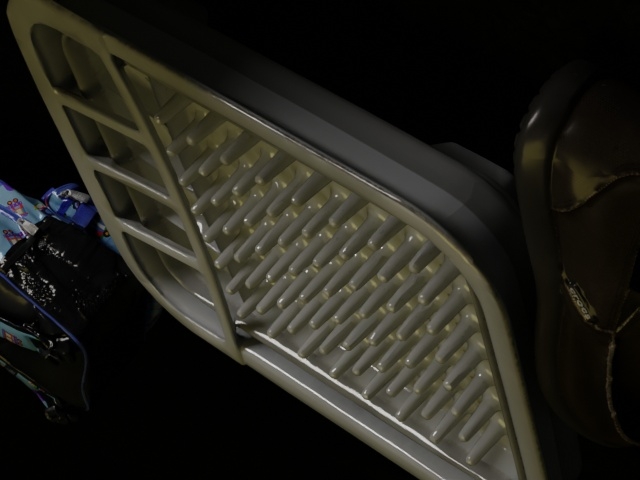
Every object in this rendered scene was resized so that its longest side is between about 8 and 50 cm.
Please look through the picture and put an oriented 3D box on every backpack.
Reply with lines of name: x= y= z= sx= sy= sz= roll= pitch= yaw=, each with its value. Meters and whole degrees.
backpack: x=-0.203 y=0.022 z=1.286 sx=0.173 sy=0.117 sz=0.158 roll=36 pitch=157 yaw=10

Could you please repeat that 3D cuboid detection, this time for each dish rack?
dish rack: x=0.000 y=0.000 z=0.964 sx=0.333 sy=0.072 sz=0.285 roll=32 pitch=155 yaw=33

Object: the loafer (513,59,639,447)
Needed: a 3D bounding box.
loafer: x=0.138 y=0.023 z=0.803 sx=0.078 sy=0.080 sz=0.220 roll=21 pitch=150 yaw=34
